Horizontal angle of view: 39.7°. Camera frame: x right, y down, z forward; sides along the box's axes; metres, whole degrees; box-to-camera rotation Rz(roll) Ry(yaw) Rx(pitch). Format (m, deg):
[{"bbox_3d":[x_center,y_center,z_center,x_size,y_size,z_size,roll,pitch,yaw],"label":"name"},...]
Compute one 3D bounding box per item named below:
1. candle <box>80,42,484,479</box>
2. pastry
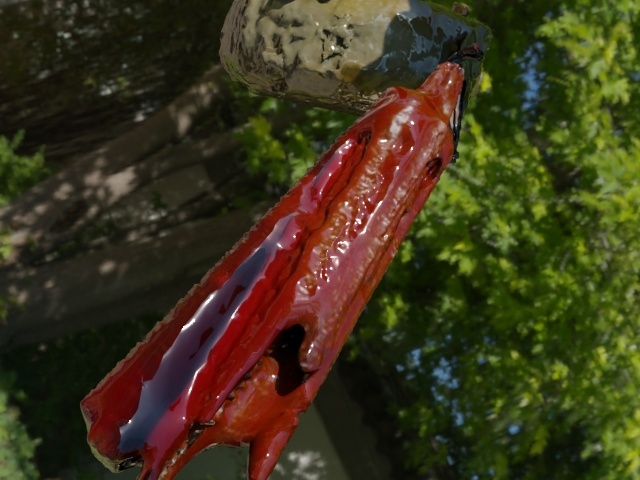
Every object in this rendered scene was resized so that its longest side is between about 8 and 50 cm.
[{"bbox_3d":[0.000,0.000,0.436,0.084,0.302,0.059,39,-25,-6],"label":"candle"},{"bbox_3d":[0.032,-0.175,0.807,0.257,0.235,0.121,-28,130,-79],"label":"pastry"}]
